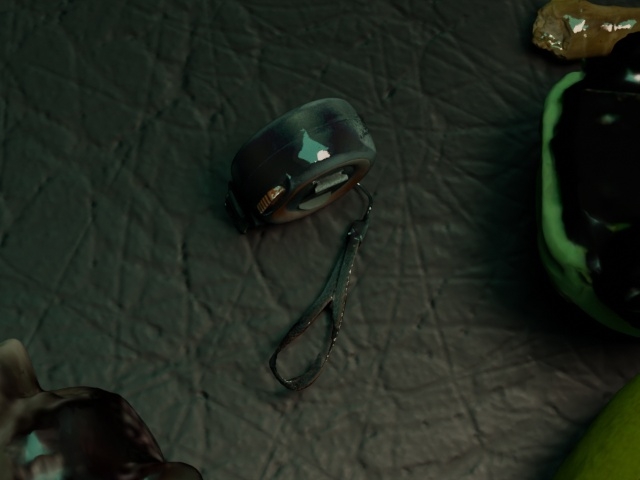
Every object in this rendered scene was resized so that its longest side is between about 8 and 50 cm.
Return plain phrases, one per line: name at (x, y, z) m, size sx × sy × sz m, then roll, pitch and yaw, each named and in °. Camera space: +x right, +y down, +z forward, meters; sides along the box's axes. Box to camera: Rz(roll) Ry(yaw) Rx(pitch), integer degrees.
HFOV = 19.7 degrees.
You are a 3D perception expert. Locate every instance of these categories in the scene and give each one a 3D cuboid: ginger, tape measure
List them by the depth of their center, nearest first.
tape measure at (0.004, 0.000, 1.227) m, size 0.104 × 0.107 × 0.179 m, roll -9°, pitch 70°, yaw -16°
ginger at (0.235, -0.128, 1.339) m, size 0.165 × 0.067 × 0.096 m, roll 4°, pitch 80°, yaw 8°

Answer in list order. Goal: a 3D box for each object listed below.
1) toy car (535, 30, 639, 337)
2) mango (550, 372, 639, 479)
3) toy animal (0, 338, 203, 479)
toy car at (0.322, -0.009, 1.250) m, size 0.359 × 0.176 × 0.213 m, roll 3°, pitch 57°, yaw 0°
mango at (0.214, 0.194, 1.146) m, size 0.149 × 0.185 × 0.273 m, roll 30°, pitch 81°, yaw -21°
toy animal at (-0.132, 0.219, 1.090) m, size 0.303 × 0.194 × 0.344 m, roll -17°, pitch 78°, yaw -9°
